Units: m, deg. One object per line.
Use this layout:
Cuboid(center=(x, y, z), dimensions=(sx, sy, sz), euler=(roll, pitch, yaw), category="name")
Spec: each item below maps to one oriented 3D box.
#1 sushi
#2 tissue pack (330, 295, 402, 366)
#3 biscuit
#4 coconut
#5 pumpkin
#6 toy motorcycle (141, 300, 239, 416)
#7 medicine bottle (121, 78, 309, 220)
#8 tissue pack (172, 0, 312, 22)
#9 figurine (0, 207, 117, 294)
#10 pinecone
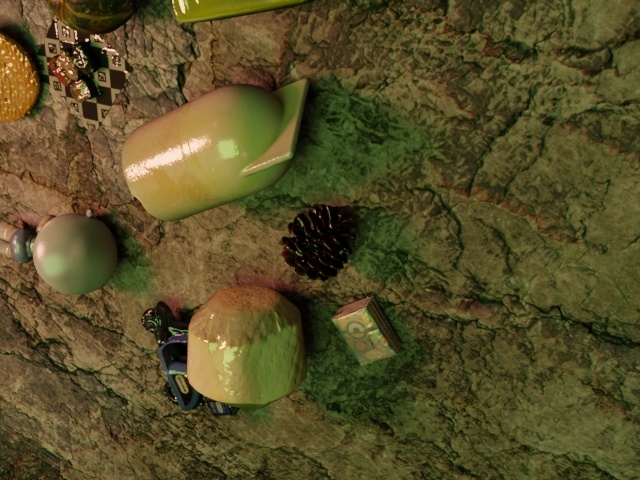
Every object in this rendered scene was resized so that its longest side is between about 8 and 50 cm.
Cuboid(center=(-0.592, -0.409, 1.734), dimensions=(0.231, 0.047, 0.219), euler=(43, 125, -1), category="sushi")
Cuboid(center=(0.111, 0.219, 1.729), dimensions=(0.109, 0.060, 0.148), euler=(-24, 103, 34), category="tissue pack")
Cuboid(center=(-0.823, -0.412, 1.796), dimensions=(0.254, 0.035, 0.253), euler=(1, 127, 2), category="biscuit")
Cuboid(center=(-0.175, 0.279, 1.766), dimensions=(0.329, 0.329, 0.328), euler=(11, 120, 20), category="coconut")
Cuboid(center=(-0.484, -0.563, 1.525), dimensions=(0.260, 0.189, 0.260), euler=(39, 147, 32), category="pumpkin")
Cuboid(center=(-0.348, 0.317, 1.969), dimensions=(0.213, 0.125, 0.358), euler=(-9, 114, 20), category="toy motorcycle")
Cuboid(center=(-0.203, -0.202, 1.545), dimensions=(0.406, 0.235, 0.235), euler=(-16, 108, 32), category="medicine bottle")
Cuboid(center=(-0.124, -0.516, 1.361), dimensions=(0.275, 0.200, 0.167), euler=(0, 114, 26), category="tissue pack")
Cuboid(center=(-0.739, 0.043, 1.952), dimensions=(0.382, 0.205, 0.224), euler=(-5, 102, 29), category="figurine")
Cuboid(center=(0.005, -0.005, 1.602), dimensions=(0.163, 0.163, 0.165), euler=(43, 117, -1), category="pinecone")
